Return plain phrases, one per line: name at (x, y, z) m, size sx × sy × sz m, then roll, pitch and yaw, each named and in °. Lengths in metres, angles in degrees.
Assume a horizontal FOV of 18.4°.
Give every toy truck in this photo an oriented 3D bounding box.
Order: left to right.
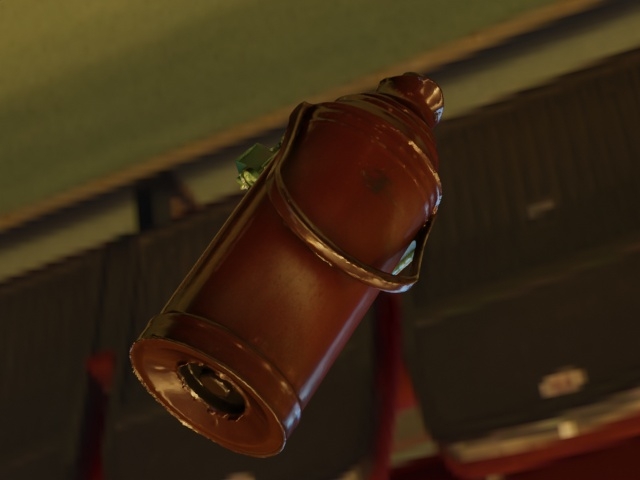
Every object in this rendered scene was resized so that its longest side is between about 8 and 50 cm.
toy truck at (0.004, -0.025, 1.634) m, size 0.067 × 0.175 × 0.081 m, roll -41°, pitch 138°, yaw -28°

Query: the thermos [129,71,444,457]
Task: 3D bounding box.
thermos at (-0.003, -0.002, 1.061) m, size 0.099 × 0.232 × 0.124 m, roll 39°, pitch 151°, yaw -10°
